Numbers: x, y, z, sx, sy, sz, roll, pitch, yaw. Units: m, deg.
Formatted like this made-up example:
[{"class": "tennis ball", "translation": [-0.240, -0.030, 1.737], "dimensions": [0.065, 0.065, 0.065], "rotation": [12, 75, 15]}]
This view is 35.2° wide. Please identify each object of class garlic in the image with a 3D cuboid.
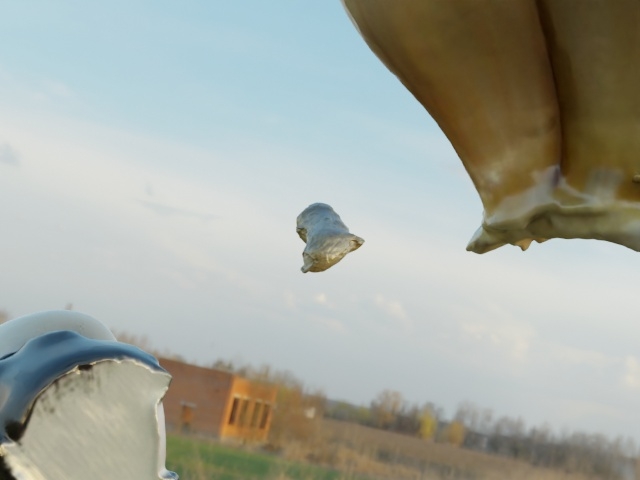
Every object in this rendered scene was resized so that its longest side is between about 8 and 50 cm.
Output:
[{"class": "garlic", "translation": [0.136, -0.149, 0.598], "dimensions": [0.286, 0.249, 0.313], "rotation": [20, -42, 63]}]

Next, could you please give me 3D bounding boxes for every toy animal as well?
[{"class": "toy animal", "translation": [-0.312, 0.202, 1.156], "dimensions": [0.251, 0.251, 0.310], "rotation": [19, -10, -34]}]

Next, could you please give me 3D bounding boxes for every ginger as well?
[{"class": "ginger", "translation": [0.006, -0.001, 0.968], "dimensions": [0.057, 0.044, 0.137], "rotation": [24, 14, -10]}]
